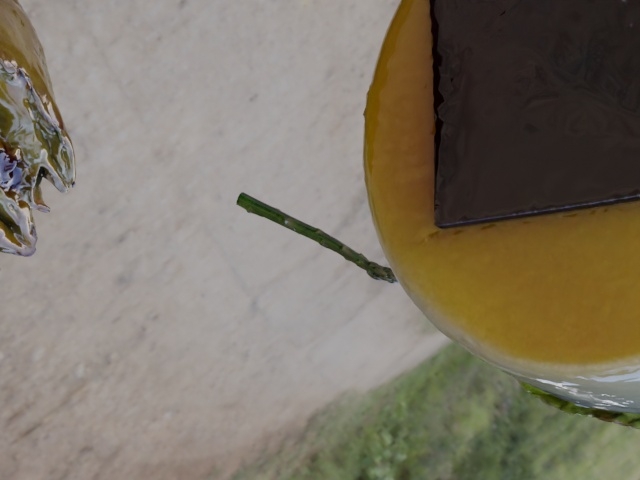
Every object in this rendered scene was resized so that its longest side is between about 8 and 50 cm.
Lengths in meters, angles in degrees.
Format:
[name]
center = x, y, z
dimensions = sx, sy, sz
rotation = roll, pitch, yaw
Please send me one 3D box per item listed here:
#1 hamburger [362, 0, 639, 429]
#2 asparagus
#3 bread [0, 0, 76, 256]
[hamburger]
center = 0.162, -0.048, 0.558
dimensions = 0.176, 0.300, 0.300
rotation = 9, 135, -47
[asparagus]
center = 0.000, 0.000, 0.885
dimensions = 0.016, 0.162, 0.016
rotation = -64, 159, 5
[bread]
center = -0.329, -0.152, 0.983
dimensions = 0.167, 0.325, 0.277
rotation = -18, 149, -3
